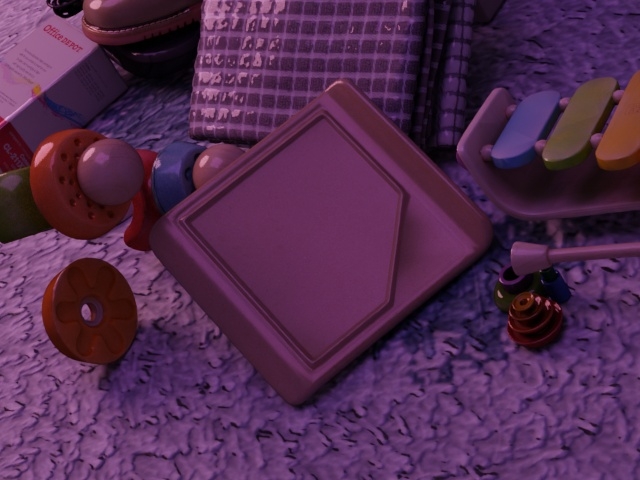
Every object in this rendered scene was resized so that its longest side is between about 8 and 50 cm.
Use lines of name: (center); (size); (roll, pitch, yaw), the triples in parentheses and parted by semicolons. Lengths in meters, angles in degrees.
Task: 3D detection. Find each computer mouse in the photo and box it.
computer mouse: (-0.178, -0.253, 2.123); (0.184, 0.060, 0.262); (-28, 36, -23)

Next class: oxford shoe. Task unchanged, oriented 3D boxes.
oxford shoe: (-0.119, -0.365, 2.058); (0.397, 0.146, 0.140); (-41, 44, -20)

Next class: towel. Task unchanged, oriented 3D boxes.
towel: (0.006, -0.196, 1.786); (0.283, 0.121, 0.235); (5, 87, 37)

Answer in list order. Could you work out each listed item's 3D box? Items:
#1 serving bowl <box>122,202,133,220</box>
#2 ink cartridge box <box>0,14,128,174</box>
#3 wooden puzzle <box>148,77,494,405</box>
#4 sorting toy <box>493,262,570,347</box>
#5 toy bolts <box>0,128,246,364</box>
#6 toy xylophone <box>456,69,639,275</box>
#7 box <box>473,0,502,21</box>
serving bowl: (-0.221, -0.050, 1.939); (0.083, 0.027, 0.083); (-20, 38, 16)
ink cartridge box: (-0.322, -0.159, 2.097); (0.175, 0.072, 0.127); (-41, 37, -12)
wooden puzzle: (0.000, 0.000, 1.656); (0.238, 0.044, 0.221); (-40, 66, -7)
sorting toy: (0.171, 0.042, 1.540); (0.061, 0.042, 0.102); (-27, 37, 7)
toy bolts: (-0.161, -0.013, 1.734); (0.158, 0.218, 0.228); (-15, 6, 43)
toy xylophone: (0.269, -0.073, 1.536); (0.322, 0.081, 0.236); (-11, 28, 23)
box: (0.108, -0.351, 1.871); (0.127, 0.232, 0.148); (5, 51, 39)
